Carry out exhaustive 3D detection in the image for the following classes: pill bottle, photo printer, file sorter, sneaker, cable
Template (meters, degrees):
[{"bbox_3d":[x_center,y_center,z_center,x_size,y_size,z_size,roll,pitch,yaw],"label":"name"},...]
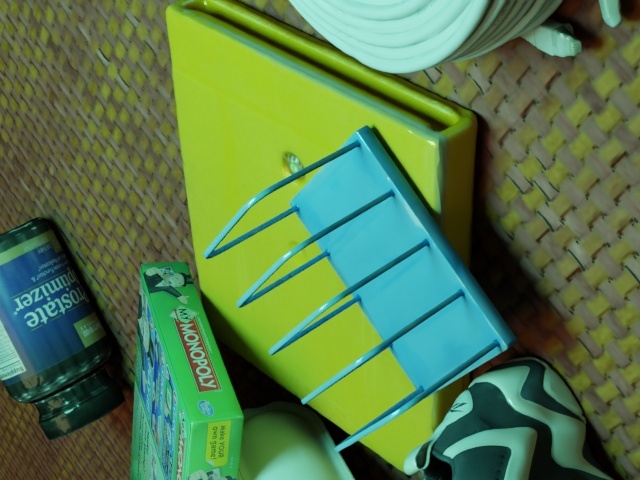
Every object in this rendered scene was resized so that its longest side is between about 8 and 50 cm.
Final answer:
[{"bbox_3d":[-0.300,0.096,1.412,0.123,0.123,0.219,-20,99,57],"label":"pill bottle"},{"bbox_3d":[-0.007,0.295,1.097,0.307,0.107,0.256,-126,27,-63],"label":"photo printer"},{"bbox_3d":[0.019,0.038,0.866,0.170,0.104,0.118,55,148,6],"label":"file sorter"},{"bbox_3d":[0.144,0.206,0.866,0.235,0.153,0.094,59,149,3],"label":"sneaker"},{"bbox_3d":[0.038,-0.220,0.742,0.257,0.089,0.257,16,127,48],"label":"cable"}]

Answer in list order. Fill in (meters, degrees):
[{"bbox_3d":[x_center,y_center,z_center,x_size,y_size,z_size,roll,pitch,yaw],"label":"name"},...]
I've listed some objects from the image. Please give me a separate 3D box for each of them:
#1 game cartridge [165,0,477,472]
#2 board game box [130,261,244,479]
[{"bbox_3d":[0.000,0.000,1.007,0.285,0.053,0.323,32,140,37],"label":"game cartridge"},{"bbox_3d":[-0.126,0.208,1.166,0.213,0.046,0.317,-119,30,-50],"label":"board game box"}]
